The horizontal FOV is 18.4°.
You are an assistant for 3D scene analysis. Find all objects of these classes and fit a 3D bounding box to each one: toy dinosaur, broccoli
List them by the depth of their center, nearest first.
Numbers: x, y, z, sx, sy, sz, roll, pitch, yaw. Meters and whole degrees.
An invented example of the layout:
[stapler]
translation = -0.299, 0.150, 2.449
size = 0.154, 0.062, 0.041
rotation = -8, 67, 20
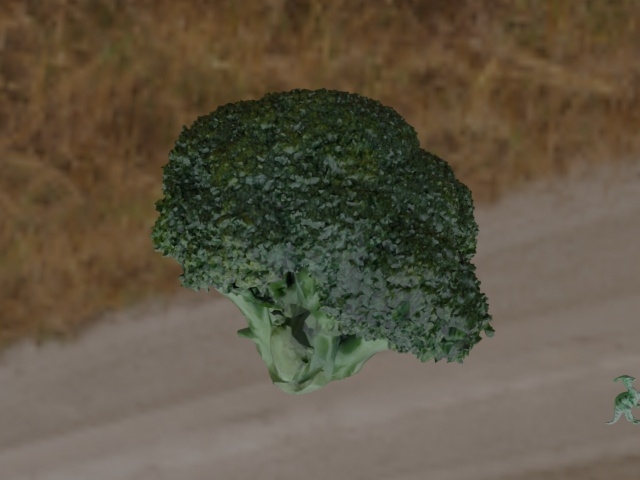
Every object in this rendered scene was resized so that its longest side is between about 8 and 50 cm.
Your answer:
[broccoli]
translation = 0.000, 0.000, 1.520
size = 0.269, 0.261, 0.242
rotation = -13, 135, -24
[toy dinosaur]
translation = 0.365, 0.195, 2.397
size = 0.083, 0.021, 0.062
rotation = -19, 105, 42
